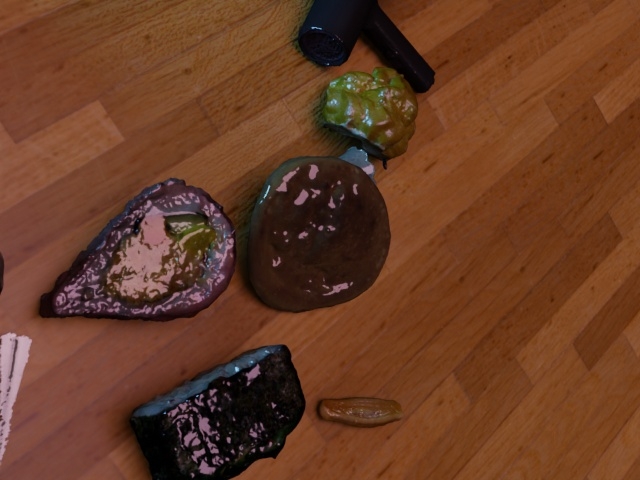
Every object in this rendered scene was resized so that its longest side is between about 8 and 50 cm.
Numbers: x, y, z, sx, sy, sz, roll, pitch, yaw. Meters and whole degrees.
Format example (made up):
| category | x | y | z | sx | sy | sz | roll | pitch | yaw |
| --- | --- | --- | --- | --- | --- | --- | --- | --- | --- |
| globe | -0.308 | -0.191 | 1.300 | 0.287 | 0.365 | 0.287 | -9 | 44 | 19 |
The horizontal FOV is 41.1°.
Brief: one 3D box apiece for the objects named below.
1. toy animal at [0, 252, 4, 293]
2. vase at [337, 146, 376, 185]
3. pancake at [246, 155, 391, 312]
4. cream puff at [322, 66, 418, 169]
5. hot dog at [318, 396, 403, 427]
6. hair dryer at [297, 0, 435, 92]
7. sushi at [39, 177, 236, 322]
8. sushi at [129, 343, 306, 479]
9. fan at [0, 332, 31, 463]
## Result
| category | x | y | z | sx | sy | sz | roll | pitch | yaw |
| --- | --- | --- | --- | --- | --- | --- | --- | --- | --- |
| toy animal | -0.489 | -0.047 | 0.840 | 0.344 | 0.194 | 0.302 | -7 | 78 | -28 |
| vase | -0.001 | -0.080 | 1.226 | 0.149 | 0.081 | 0.081 | -18 | 90 | -31 |
| pancake | 0.000 | 0.000 | 1.176 | 0.242 | 0.050 | 0.241 | -9 | 108 | -29 |
| cream puff | 0.081 | -0.197 | 1.271 | 0.156 | 0.121 | 0.156 | 5 | 80 | -31 |
| hot dog | 0.058 | 0.247 | 1.220 | 0.137 | 0.028 | 0.044 | 7 | 50 | -34 |
| hair dryer | 0.095 | -0.321 | 1.337 | 0.251 | 0.089 | 0.197 | 38 | 62 | -27 |
| sushi | -0.209 | 0.042 | 1.048 | 0.161 | 0.107 | 0.241 | 45 | 68 | -16 |
| sushi | -0.119 | 0.222 | 1.057 | 0.225 | 0.124 | 0.127 | -26 | 94 | -39 |
| fan | -0.373 | 0.309 | 0.943 | 0.233 | 0.012 | 0.414 | 18 | 74 | -29 |
